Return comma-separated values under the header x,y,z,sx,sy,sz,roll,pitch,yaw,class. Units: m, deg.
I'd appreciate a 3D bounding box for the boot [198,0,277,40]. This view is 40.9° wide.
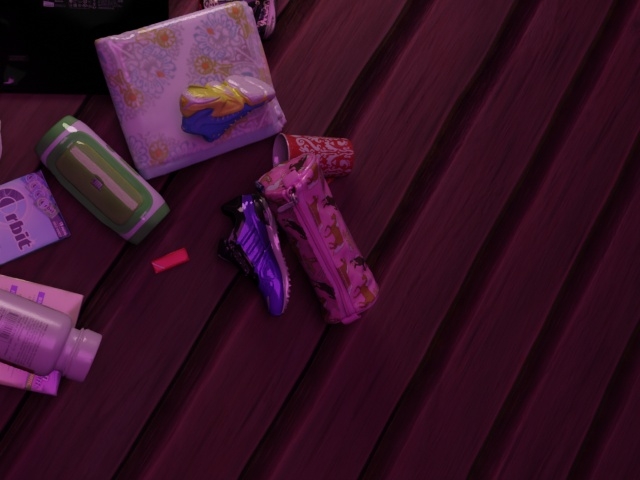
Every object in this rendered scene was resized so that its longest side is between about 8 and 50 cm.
x,y,z,sx,sy,sz,roll,pitch,yaw,class
-0.193,-0.593,2.012,0.178,0.085,0.236,0,92,-18,boot

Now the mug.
x,y,z,sx,sy,sz,roll,pitch,yaw,class
-0.021,-0.184,2.036,0.169,0.150,0.113,-3,49,-22,mug

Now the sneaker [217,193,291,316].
x,y,z,sx,sy,sz,roll,pitch,yaw,class
-0.161,0.038,1.959,0.146,0.102,0.293,-10,82,-15,sneaker

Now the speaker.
x,y,z,sx,sy,sz,roll,pitch,yaw,class
-0.469,-0.129,1.857,0.296,0.131,0.131,44,73,-9,speaker

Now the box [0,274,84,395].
x,y,z,sx,sy,sz,roll,pitch,yaw,class
-0.637,0.188,1.772,0.243,0.117,0.213,15,79,-15,box

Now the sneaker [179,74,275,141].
x,y,z,sx,sy,sz,roll,pitch,yaw,class
-0.212,-0.288,1.885,0.240,0.126,0.091,-12,47,-38,sneaker

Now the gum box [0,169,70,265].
x,y,z,sx,sy,sz,roll,pitch,yaw,class
-0.652,-0.043,1.831,0.184,0.041,0.157,-25,92,-20,gum box

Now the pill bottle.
x,y,z,sx,sy,sz,roll,pitch,yaw,class
-0.552,0.190,1.667,0.229,0.131,0.131,24,77,-14,pill bottle

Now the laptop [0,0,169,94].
x,y,z,sx,sy,sz,roll,pitch,yaw,class
-0.548,-0.555,1.934,0.382,0.236,0.408,-2,113,-18,laptop

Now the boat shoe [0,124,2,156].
x,y,z,sx,sy,sz,roll,pitch,yaw,class
-0.711,-0.235,1.817,0.078,0.070,0.219,2,86,-16,boat shoe

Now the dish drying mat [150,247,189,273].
x,y,z,sx,sy,sz,roll,pitch,yaw,class
-0.339,0.046,1.941,0.083,0.008,0.032,-23,91,-19,dish drying mat

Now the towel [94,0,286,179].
x,y,z,sx,sy,sz,roll,pitch,yaw,class
-0.280,-0.341,1.925,0.374,0.090,0.320,-23,107,-22,towel

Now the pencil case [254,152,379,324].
x,y,z,sx,sy,sz,roll,pitch,yaw,class
0.000,0.000,1.925,0.167,0.160,0.386,-44,118,-36,pencil case
